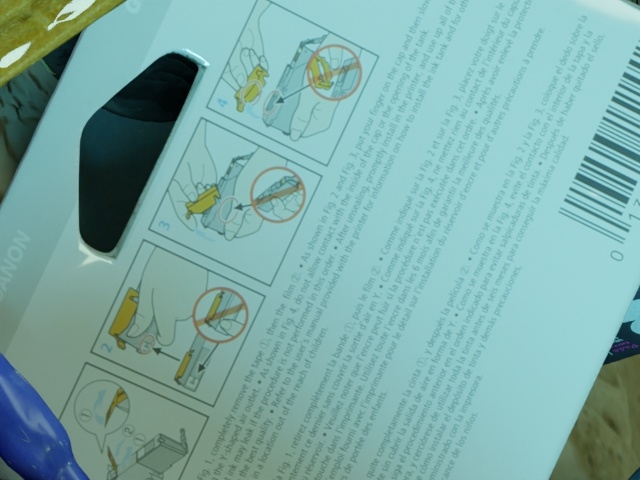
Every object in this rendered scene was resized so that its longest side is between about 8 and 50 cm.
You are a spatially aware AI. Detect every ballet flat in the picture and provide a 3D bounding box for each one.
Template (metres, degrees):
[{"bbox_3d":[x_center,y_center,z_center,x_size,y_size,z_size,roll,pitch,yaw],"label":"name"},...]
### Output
[{"bbox_3d":[-0.067,-0.083,0.861,0.173,0.057,0.049,12,23,-45],"label":"ballet flat"}]

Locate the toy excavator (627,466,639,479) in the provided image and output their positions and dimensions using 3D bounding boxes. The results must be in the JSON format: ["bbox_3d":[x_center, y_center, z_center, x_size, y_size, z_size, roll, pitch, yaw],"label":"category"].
[{"bbox_3d":[0.337,0.175,0.838,0.222,0.445,0.433,25,21,-38],"label":"toy excavator"}]

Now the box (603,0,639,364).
[{"bbox_3d":[0.156,-0.043,0.976,0.142,0.247,0.163,26,54,-40],"label":"box"}]

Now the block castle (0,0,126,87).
[{"bbox_3d":[-0.195,-0.247,0.555,0.453,0.303,0.213,60,13,21],"label":"block castle"}]

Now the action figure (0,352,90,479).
[{"bbox_3d":[-0.132,0.063,0.693,0.091,0.139,0.280,-30,96,-7],"label":"action figure"}]

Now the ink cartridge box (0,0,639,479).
[{"bbox_3d":[0.000,0.000,0.813,0.261,0.066,0.296,26,89,-10],"label":"ink cartridge box"}]

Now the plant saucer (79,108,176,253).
[{"bbox_3d":[-0.058,-0.017,0.894,0.195,0.037,0.195,23,56,-40],"label":"plant saucer"}]
